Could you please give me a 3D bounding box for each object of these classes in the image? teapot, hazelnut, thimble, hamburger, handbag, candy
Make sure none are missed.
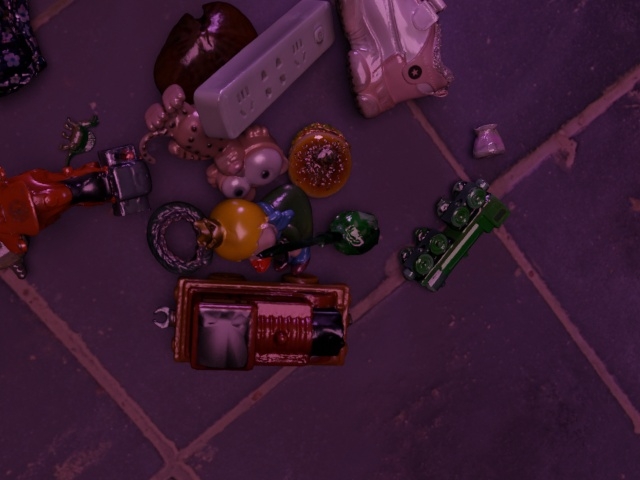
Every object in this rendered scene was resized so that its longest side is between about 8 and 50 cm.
[{"bbox_3d":[0.341,-0.201,1.431,0.083,0.064,0.064,-10,89,-42],"label":"teapot"},{"bbox_3d":[-0.200,-0.319,1.258,0.203,0.178,0.178,-27,99,-4],"label":"hazelnut"},{"bbox_3d":[-0.261,-0.005,1.312,0.118,0.090,0.135,-16,98,-11],"label":"thimble"},{"bbox_3d":[-0.002,-0.151,1.353,0.126,0.081,0.141,20,92,-12],"label":"hamburger"},{"bbox_3d":[-0.597,-0.335,1.203,0.228,0.126,0.208,-18,96,-18],"label":"handbag"},{"bbox_3d":[-0.002,-0.001,1.282,0.323,0.097,0.097,-13,99,-52],"label":"candy"}]

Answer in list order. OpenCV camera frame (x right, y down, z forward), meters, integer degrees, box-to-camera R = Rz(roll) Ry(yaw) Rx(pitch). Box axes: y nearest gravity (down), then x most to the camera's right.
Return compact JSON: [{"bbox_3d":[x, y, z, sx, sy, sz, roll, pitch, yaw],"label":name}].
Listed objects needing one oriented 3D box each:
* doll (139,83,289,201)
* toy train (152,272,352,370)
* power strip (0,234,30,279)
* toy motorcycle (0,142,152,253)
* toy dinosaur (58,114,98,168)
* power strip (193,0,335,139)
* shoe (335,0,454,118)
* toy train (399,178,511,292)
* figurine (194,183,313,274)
[{"bbox_3d":[-0.185,-0.164,1.259,0.278,0.119,0.154,24,116,-40],"label":"doll"},{"bbox_3d":[-0.117,0.153,1.282,0.368,0.231,0.163,3,97,-10],"label":"toy train"},{"bbox_3d":[-0.636,-0.094,1.250,0.092,0.066,0.388,-34,98,-8],"label":"power strip"},{"bbox_3d":[-0.432,-0.078,1.179,0.325,0.221,0.148,-18,106,-26],"label":"toy motorcycle"},{"bbox_3d":[-0.444,-0.177,1.297,0.060,0.029,0.120,14,92,-23],"label":"toy dinosaur"},{"bbox_3d":[-0.079,-0.312,1.236,0.385,0.062,0.091,-52,142,-37],"label":"power strip"},{"bbox_3d":[0.132,-0.412,1.308,0.198,0.172,0.351,-10,109,0],"label":"shoe"},{"bbox_3d":[0.266,-0.007,1.421,0.119,0.085,0.251,38,91,-27],"label":"toy train"},{"bbox_3d":[-0.116,0.002,1.281,0.127,0.234,0.185,18,121,29],"label":"figurine"}]
